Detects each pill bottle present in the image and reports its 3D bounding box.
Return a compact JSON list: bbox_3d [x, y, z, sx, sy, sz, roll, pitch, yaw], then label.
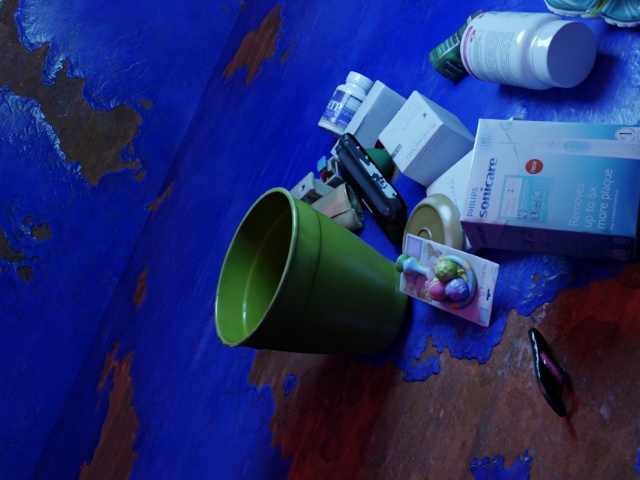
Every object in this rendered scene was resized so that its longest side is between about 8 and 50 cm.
[{"bbox_3d":[0.450,-0.416,1.672,0.160,0.160,0.283,-62,30,3],"label":"pill bottle"},{"bbox_3d":[0.082,-0.397,2.263,0.186,0.112,0.112,-63,31,0],"label":"pill bottle"}]

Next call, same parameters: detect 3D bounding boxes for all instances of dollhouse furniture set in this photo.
[{"bbox_3d":[-0.019,-0.156,2.213,0.129,0.129,0.183,-39,39,35],"label":"dollhouse furniture set"}]

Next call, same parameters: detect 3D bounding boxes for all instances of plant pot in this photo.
[{"bbox_3d":[0.240,0.011,1.709,0.236,0.033,0.236,-175,90,-67],"label":"plant pot"},{"bbox_3d":[-0.004,0.110,1.752,0.366,0.353,0.366,-42,37,43],"label":"plant pot"}]

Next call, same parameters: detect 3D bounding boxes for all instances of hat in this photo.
[{"bbox_3d":[0.180,-0.211,2.057,0.173,0.184,0.208,55,157,37],"label":"hat"}]

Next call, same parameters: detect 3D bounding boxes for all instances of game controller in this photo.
[{"bbox_3d":[0.129,-0.130,1.909,0.067,0.166,0.319,-27,51,-6],"label":"game controller"}]

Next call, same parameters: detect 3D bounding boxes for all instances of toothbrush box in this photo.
[{"bbox_3d":[0.421,-0.093,1.376,0.296,0.126,0.216,7,70,24],"label":"toothbrush box"}]

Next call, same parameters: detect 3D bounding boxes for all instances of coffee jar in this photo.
[{"bbox_3d":[0.367,-0.490,1.917,0.184,0.096,0.079,-39,41,36],"label":"coffee jar"}]

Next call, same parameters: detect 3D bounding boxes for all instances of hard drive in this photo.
[{"bbox_3d":[0.338,-0.094,1.617,0.307,0.040,0.202,-42,48,52],"label":"hard drive"}]

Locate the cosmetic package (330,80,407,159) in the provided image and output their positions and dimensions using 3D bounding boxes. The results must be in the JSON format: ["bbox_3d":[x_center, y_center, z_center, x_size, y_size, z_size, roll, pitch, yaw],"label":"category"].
[{"bbox_3d":[0.137,-0.316,2.133,0.239,0.099,0.060,-56,29,11],"label":"cosmetic package"}]

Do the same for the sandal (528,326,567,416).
[{"bbox_3d":[0.407,0.224,1.350,0.040,0.067,0.179,-29,41,27],"label":"sandal"}]

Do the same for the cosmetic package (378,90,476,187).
[{"bbox_3d":[0.262,-0.230,1.822,0.151,0.152,0.183,-52,32,20],"label":"cosmetic package"}]

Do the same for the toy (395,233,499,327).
[{"bbox_3d":[0.250,0.083,1.594,0.237,0.056,0.136,23,114,45],"label":"toy"}]

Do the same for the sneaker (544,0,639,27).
[{"bbox_3d":[0.578,-0.500,1.529,0.276,0.110,0.107,11,71,27],"label":"sneaker"}]

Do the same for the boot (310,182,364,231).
[{"bbox_3d":[0.000,0.000,2.093,0.270,0.089,0.236,-25,80,26],"label":"boot"}]
